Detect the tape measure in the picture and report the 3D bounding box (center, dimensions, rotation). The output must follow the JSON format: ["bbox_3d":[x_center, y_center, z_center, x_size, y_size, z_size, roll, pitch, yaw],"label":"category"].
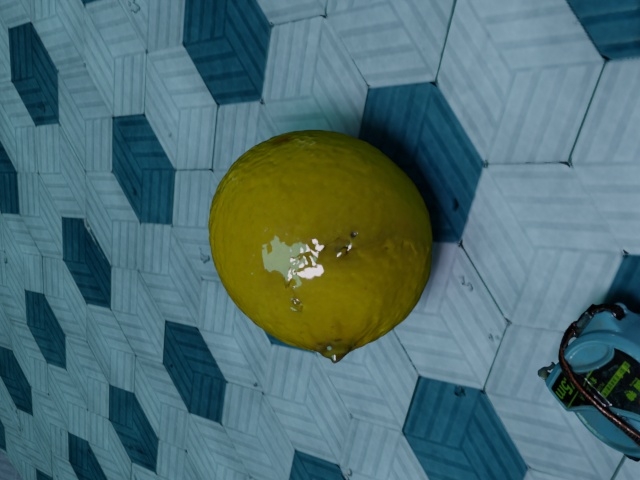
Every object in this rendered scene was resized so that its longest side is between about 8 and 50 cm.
[{"bbox_3d":[0.276,0.127,0.836,0.146,0.081,0.125,46,142,23],"label":"tape measure"}]

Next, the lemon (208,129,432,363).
[{"bbox_3d":[-0.006,-0.005,0.992,0.253,0.228,0.228,43,138,29],"label":"lemon"}]
